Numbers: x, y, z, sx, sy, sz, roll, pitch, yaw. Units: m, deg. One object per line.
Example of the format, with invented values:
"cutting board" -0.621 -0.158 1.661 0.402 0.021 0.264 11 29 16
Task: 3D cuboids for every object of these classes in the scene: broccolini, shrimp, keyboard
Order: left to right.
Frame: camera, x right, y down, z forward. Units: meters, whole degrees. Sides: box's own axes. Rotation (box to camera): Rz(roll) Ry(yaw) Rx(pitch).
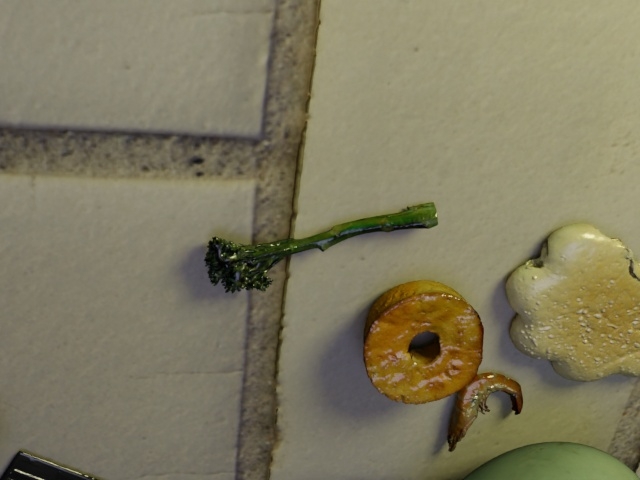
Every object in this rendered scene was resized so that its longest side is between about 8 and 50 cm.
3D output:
"keyboard" -0.302 0.324 1.104 0.202 0.011 0.067 28 113 -21
"broccolini" 0.001 0.008 0.922 0.255 0.057 0.071 -11 165 4
"shrimp" 0.202 0.220 1.089 0.091 0.025 0.127 17 115 -18

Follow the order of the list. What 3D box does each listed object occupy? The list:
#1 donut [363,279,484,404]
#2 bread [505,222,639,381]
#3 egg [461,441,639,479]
"donut" 0.114 0.113 0.994 0.152 0.058 0.151 -3 121 -5
"bread" 0.325 0.092 1.017 0.251 0.039 0.181 32 112 -23
"egg" 0.255 0.418 1.068 0.276 0.276 0.388 20 114 -18
